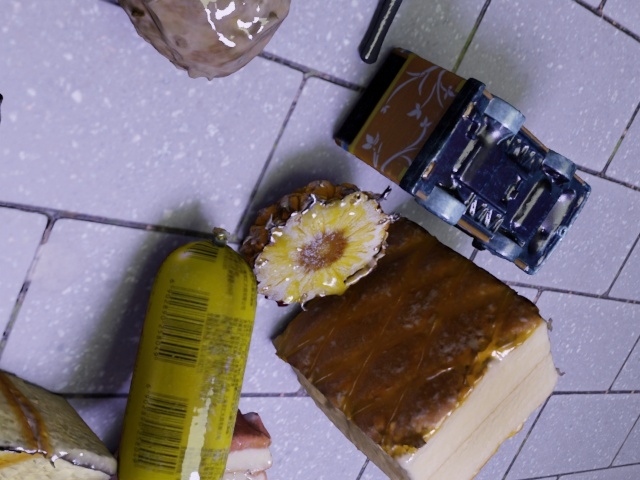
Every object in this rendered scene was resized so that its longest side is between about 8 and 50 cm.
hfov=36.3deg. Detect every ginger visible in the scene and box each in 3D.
[{"bbox_3d":[-0.115,-0.274,0.796,0.256,0.176,0.375,-63,157,10],"label":"ginger"}]

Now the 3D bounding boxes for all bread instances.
[{"bbox_3d":[-0.169,0.299,1.233,0.244,0.123,0.190,-40,138,-18],"label":"bread"},{"bbox_3d":[0.128,0.162,1.305,0.279,0.279,0.207,-46,142,-13],"label":"bread"},{"bbox_3d":[-0.346,0.197,0.996,0.266,0.178,0.142,39,51,-55],"label":"bread"}]

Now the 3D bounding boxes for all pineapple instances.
[{"bbox_3d":[0.000,0.000,1.201,0.221,0.047,0.221,-17,140,-15],"label":"pineapple"}]

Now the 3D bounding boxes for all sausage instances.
[{"bbox_3d":[-0.148,0.156,1.087,0.123,0.123,0.347,17,83,-49],"label":"sausage"}]

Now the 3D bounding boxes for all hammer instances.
[{"bbox_3d":[0.098,-0.319,1.118,0.103,0.029,0.246,8,113,-48],"label":"hammer"}]

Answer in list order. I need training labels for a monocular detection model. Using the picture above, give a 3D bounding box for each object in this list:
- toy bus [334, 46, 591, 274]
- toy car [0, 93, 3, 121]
[{"bbox_3d":[0.188,-0.094,1.242,0.323,0.194,0.162,29,96,-48],"label":"toy bus"},{"bbox_3d":[-0.368,-0.085,0.799,0.216,0.063,0.103,-35,137,-13],"label":"toy car"}]
